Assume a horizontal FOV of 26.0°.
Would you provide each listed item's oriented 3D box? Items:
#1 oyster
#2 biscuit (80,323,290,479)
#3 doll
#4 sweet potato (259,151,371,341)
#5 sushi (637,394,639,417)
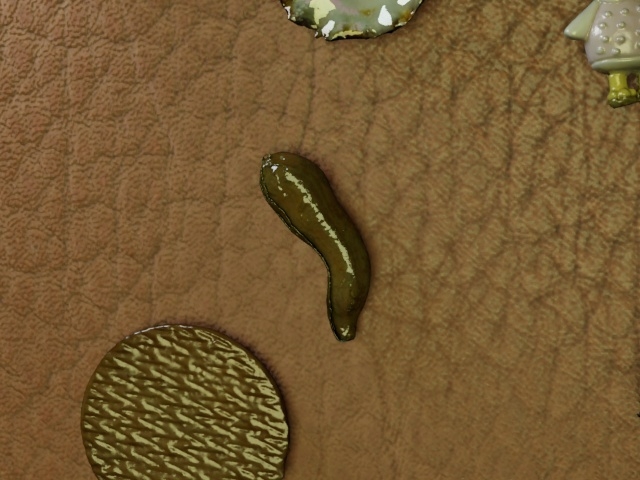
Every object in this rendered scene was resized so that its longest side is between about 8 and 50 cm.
[{"bbox_3d":[0.049,-0.340,1.504,0.198,0.092,0.259,29,112,8],"label":"oyster"},{"bbox_3d":[-0.159,0.223,1.648,0.262,0.037,0.262,2,97,13],"label":"biscuit"},{"bbox_3d":[0.315,-0.245,1.454,0.129,0.081,0.207,-10,93,-4],"label":"doll"},{"bbox_3d":[0.006,-0.001,1.570,0.081,0.062,0.233,-24,95,30],"label":"sweet potato"},{"bbox_3d":[0.482,0.140,1.447,0.291,0.131,0.139,2,75,20],"label":"sushi"}]
